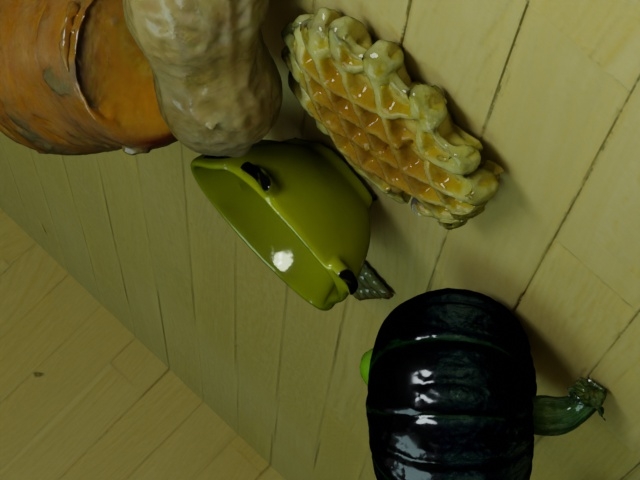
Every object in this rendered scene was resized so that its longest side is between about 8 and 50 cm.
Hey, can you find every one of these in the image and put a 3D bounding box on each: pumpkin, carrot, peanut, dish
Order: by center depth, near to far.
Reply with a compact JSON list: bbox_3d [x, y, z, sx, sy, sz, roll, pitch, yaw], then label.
[{"bbox_3d":[-0.105,-0.183,1.765,0.149,0.149,0.313,37,159,30],"label":"peanut"},{"bbox_3d":[0.168,0.173,1.928,0.248,0.248,0.248,42,166,13],"label":"pumpkin"},{"bbox_3d":[-0.245,-0.197,2.007,0.340,0.224,0.224,11,144,55],"label":"carrot"},{"bbox_3d":[-0.020,-0.039,2.027,0.221,0.108,0.262,48,168,-9],"label":"dish"}]

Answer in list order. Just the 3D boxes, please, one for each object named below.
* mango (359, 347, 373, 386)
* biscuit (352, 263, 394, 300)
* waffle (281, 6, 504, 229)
[{"bbox_3d":[0.140,0.199,2.251,0.233,0.111,0.125,37,160,33],"label":"mango"},{"bbox_3d":[0.001,-0.001,2.269,0.203,0.016,0.144,47,166,-11],"label":"biscuit"},{"bbox_3d":[0.054,-0.108,1.731,0.250,0.056,0.261,45,168,-1],"label":"waffle"}]
